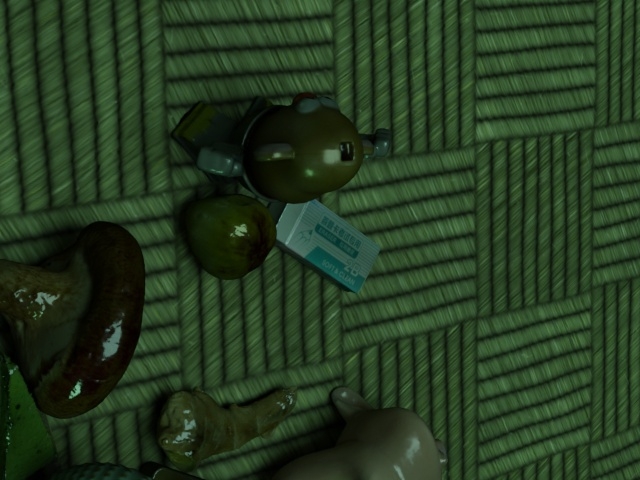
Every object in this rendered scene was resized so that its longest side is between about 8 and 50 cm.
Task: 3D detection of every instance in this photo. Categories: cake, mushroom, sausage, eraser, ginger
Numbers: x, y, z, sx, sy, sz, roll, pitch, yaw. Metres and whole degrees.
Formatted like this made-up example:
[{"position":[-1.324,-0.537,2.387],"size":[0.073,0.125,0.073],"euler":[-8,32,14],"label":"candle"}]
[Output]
[{"position":[-0.425,0.223,1.820],"size":[0.099,0.100,0.235],"euler":[-24,134,-42],"label":"cake"},{"position":[-0.353,0.116,1.815],"size":[0.254,0.267,0.267],"euler":[-16,108,-36],"label":"mushroom"},{"position":[-0.404,0.318,1.944],"size":[0.033,0.033,0.269],"euler":[-24,113,-34],"label":"sausage"},{"position":[0.000,0.000,2.204],"size":[0.225,0.052,0.096],"euler":[35,78,-37],"label":"eraser"},{"position":[-0.152,0.284,2.119],"size":[0.294,0.086,0.131],"euler":[-12,96,-46],"label":"ginger"}]

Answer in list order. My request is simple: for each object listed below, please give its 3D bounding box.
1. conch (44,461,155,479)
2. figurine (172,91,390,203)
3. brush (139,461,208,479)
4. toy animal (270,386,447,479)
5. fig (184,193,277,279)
[{"position":[-0.312,0.436,1.857],"size":[0.215,0.319,0.303],"euler":[-24,132,-33],"label":"conch"},{"position":[-0.053,-0.140,1.986],"size":[0.342,0.285,0.167],"euler":[-32,118,-29],"label":"figurine"},{"position":[-0.218,0.434,2.100],"size":[0.197,0.059,0.123],"euler":[28,84,-38],"label":"brush"},{"position":[0.059,0.409,2.229],"size":[0.326,0.269,0.237],"euler":[-18,111,-2],"label":"toy animal"},{"position":[-0.137,-0.008,2.044],"size":[0.136,0.120,0.153],"euler":[-51,132,-14],"label":"fig"}]
